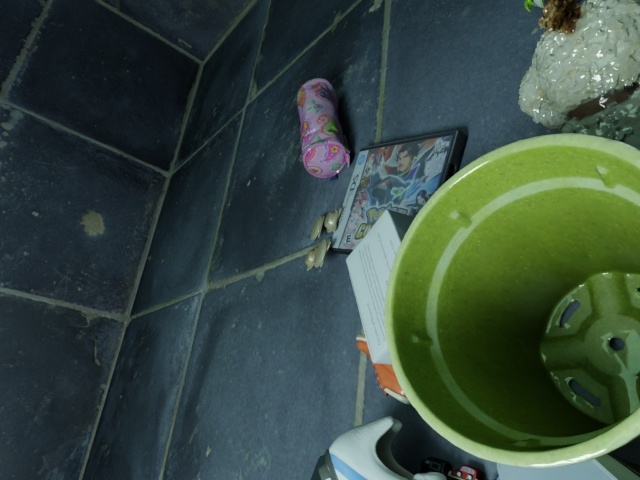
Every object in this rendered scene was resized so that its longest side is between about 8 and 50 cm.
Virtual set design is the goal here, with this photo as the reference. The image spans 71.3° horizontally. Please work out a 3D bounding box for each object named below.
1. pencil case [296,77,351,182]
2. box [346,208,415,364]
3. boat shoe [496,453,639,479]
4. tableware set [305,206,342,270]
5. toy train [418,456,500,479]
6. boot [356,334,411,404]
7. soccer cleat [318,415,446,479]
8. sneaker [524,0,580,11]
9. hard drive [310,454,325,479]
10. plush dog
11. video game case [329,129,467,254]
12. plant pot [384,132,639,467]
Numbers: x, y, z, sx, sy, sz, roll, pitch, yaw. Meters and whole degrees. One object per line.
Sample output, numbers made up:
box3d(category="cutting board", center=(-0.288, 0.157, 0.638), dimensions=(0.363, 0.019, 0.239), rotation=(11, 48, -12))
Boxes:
box3d(category="pencil case", center=(0.004, -0.289, 1.145), dimensions=(0.124, 0.124, 0.284), rotation=(-40, 42, 34))
box3d(category="box", center=(0.154, 0.073, 0.632), dimensions=(0.119, 0.180, 0.182), rotation=(-55, 34, 38))
box3d(category="boat shoe", center=(0.301, 0.255, 0.394), dimensions=(0.306, 0.104, 0.113), rotation=(-8, 67, 64))
box3d(category="tableware set", center=(0.000, 0.000, 1.017), dimensions=(0.168, 0.020, 0.141), rotation=(155, 132, -70))
box3d(category="toy train", center=(0.195, 0.313, 0.582), dimensions=(0.158, 0.027, 0.036), rotation=(-13, 49, 51))
box3d(category="boot", center=(0.106, 0.209, 0.743), dimensions=(0.158, 0.059, 0.085), rotation=(17, 89, 55))
box3d(category="soccer cleat", center=(0.123, 0.376, 0.542), dimensions=(0.143, 0.116, 0.331), rotation=(-34, 57, 2))
box3d(category="sneaker", center=(0.417, -0.481, 0.711), dimensions=(0.235, 0.084, 0.097), rotation=(-53, 34, 20))
box3d(category="hard drive", center=(0.031, 0.384, 0.729), dimensions=(0.135, 0.022, 0.094), rotation=(-38, 11, 36))
box3d(category="plush dog", center=(0.357, -0.172, 0.538), dimensions=(0.262, 0.210, 0.226), rotation=(-24, 78, 47))
box3d(category="video game case", center=(0.141, -0.085, 0.894), dimensions=(0.274, 0.035, 0.249), rotation=(5, 74, 55))
box3d(category="plant pot", center=(0.250, 0.079, 0.442), dimensions=(0.276, 0.253, 0.276), rotation=(-33, 44, 40))
